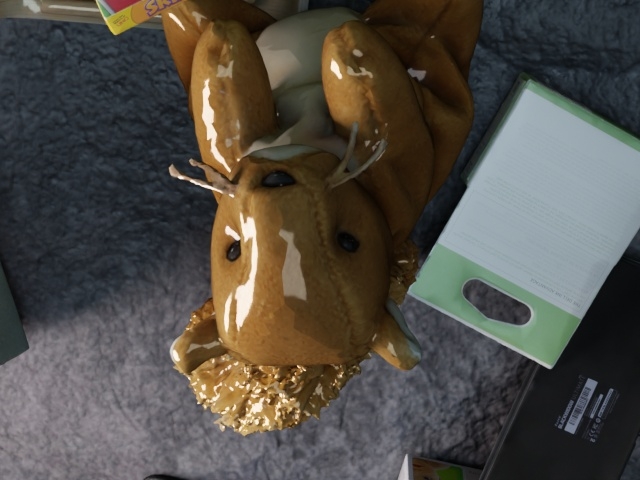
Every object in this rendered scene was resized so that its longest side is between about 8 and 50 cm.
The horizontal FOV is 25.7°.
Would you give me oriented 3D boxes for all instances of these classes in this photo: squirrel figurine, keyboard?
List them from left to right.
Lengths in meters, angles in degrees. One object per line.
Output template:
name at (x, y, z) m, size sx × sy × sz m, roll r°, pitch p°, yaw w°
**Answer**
squirrel figurine at (0.000, 0.000, 1.173) m, size 0.281 × 0.370 × 0.397 m, roll 0°, pitch 129°, yaw 1°
keyboard at (0.287, 0.177, 1.343) m, size 0.202 × 0.033 × 0.317 m, roll 23°, pitch 79°, yaw 21°

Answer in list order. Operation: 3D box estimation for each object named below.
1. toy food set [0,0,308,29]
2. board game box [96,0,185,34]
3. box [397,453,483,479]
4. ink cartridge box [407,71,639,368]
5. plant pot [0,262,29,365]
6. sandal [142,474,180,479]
toy food set at (-0.156, -0.287, 1.241) m, size 0.306 × 0.092 × 0.219 m, roll 5°, pitch 110°, yaw -1°
board game box at (-0.079, -0.280, 1.161) m, size 0.259 × 0.039 × 0.124 m, roll -25°, pitch 68°, yaw -1°
box at (0.196, 0.350, 1.399) m, size 0.262 × 0.231 × 0.126 m, roll 13°, pitch 112°, yaw -4°
ink cartridge box at (0.209, -0.018, 1.347) m, size 0.171 × 0.056 × 0.235 m, roll 28°, pitch 103°, yaw -9°
plant pot at (-0.438, 0.019, 1.283) m, size 0.247 × 0.248 × 0.252 m, roll -10°, pitch 94°, yaw 4°
sandal at (-0.106, 0.286, 1.485) m, size 0.179 × 0.040 × 0.067 m, roll 18°, pitch 104°, yaw 9°
